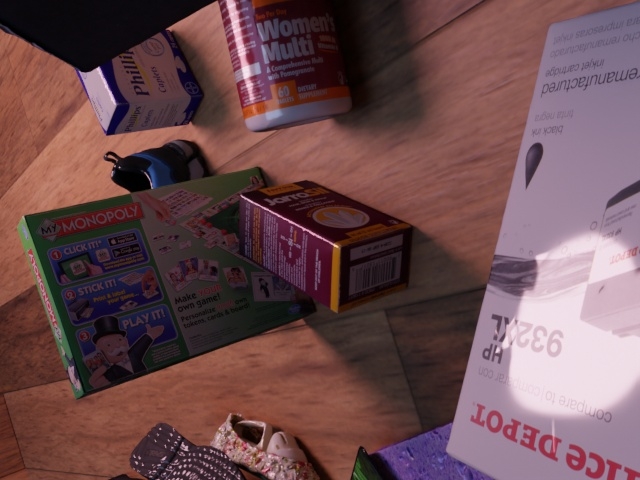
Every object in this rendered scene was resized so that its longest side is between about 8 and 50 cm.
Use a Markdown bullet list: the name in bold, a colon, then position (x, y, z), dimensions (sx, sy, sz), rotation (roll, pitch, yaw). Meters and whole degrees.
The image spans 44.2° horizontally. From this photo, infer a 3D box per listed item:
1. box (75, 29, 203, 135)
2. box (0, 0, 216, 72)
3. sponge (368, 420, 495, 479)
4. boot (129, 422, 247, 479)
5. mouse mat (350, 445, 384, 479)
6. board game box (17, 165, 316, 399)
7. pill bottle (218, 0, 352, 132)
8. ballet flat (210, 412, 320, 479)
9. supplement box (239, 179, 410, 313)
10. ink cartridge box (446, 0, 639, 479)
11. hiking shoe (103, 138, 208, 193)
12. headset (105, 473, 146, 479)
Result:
- **box**: position (-0.260, -0.228, 1.129), dimensions (0.126, 0.137, 0.072), rotation (62, 142, 16)
- **box**: position (-0.111, -0.456, 0.515), dimensions (0.480, 0.297, 0.471), rotation (-26, 77, 9)
- **sponge**: position (0.135, 0.271, 0.885), dimensions (0.210, 0.031, 0.117), rotation (-41, 70, 51)
- **boot**: position (-0.134, 0.400, 1.177), dimensions (0.222, 0.118, 0.338), rotation (49, 166, -28)
- **mouse mat**: position (0.088, 0.354, 0.957), dimensions (0.189, 0.007, 0.152), rotation (57, 158, 30)
- **board game box**: position (-0.178, 0.039, 0.969), dimensions (0.046, 0.317, 0.213), rotation (-34, 75, 54)
- **pill bottle**: position (-0.044, -0.235, 0.852), dimensions (0.121, 0.121, 0.221), rotation (-4, 100, 54)
- **ballet flat**: position (-0.080, 0.308, 1.152), dimensions (0.241, 0.091, 0.077), rotation (9, 78, 47)
- **supplement box**: position (0.000, 0.000, 0.899), dimensions (0.188, 0.104, 0.080), rotation (27, 123, 45)
- **ink cartridge box**: position (0.217, 0.019, 0.465), dimensions (0.223, 0.129, 0.307), rotation (10, 85, 64)
- **hiking shoe**: position (-0.197, -0.007, 1.134), dimensions (0.304, 0.132, 0.113), rotation (57, 141, 22)
- **headset**: position (-0.398, 0.620, 1.600), dimensions (0.394, 0.185, 0.243), rotation (-19, 88, 66)
